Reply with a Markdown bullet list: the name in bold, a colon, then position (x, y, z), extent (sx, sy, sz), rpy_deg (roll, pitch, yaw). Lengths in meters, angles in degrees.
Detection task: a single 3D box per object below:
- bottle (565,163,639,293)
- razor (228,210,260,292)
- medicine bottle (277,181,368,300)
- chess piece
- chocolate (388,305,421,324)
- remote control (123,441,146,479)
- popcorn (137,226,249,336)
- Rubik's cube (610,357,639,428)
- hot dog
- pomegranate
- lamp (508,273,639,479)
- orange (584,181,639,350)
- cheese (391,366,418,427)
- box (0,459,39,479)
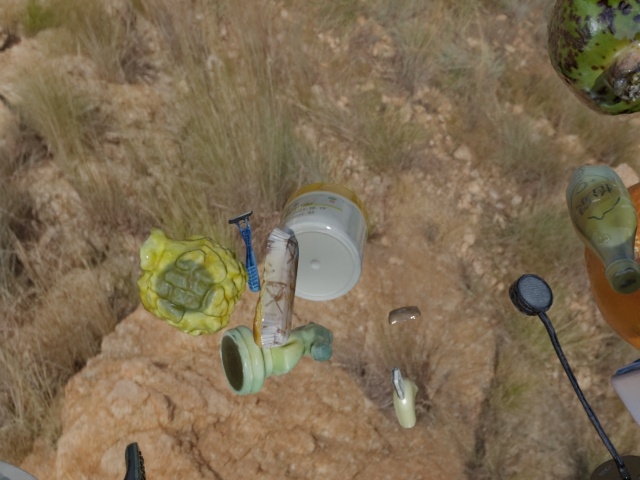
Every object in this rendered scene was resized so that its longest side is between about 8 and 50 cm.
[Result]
- **bottle**: position (0.381, -0.019, 0.844), extent (0.083, 0.083, 0.269), rpy_deg (26, 34, -1)
- **razor**: position (-0.207, 0.035, 1.832), extent (0.082, 0.042, 0.253), rpy_deg (-22, 59, 13)
- **medicine bottle**: position (0.000, 0.000, 1.638), extent (0.238, 0.237, 0.232), rpy_deg (22, 31, -5)
- **chess piece**: position (-0.091, 0.277, 1.602), extent (0.298, 0.175, 0.175), rpy_deg (-10, 61, -31)
- **chocolate**: position (0.250, 0.219, 1.897), extent (0.101, 0.031, 0.064), rpy_deg (-14, 21, 12)
- **remote control**: position (-0.329, 0.450, 1.114), extent (0.042, 0.072, 0.222), rpy_deg (-8, 27, -11)
- **popcorn**: position (-0.250, 0.074, 1.199), extent (0.217, 0.235, 0.181), rpy_deg (31, 81, -12)
- **Rubik's cube**: position (0.528, 0.169, 0.587), extent (0.292, 0.290, 0.291), rpy_deg (-22, 73, -15)
- **hot dog**: position (-0.091, 0.099, 1.308), extent (0.069, 0.131, 0.252), rpy_deg (3, 76, 12)
- **pomegranate**: position (0.470, -0.304, 0.960), extent (0.254, 0.254, 0.270), rpy_deg (20, 51, -6)
- **lamp**: position (0.388, 0.239, 1.001), extent (0.130, 0.108, 0.371), rpy_deg (-28, 76, -30)
- **orange**: position (0.771, 0.070, 1.380), extent (0.424, 0.326, 0.423), rpy_deg (30, 49, -42)
- **cheese**: position (0.201, 0.370, 1.541), extent (0.050, 0.235, 0.127), rpy_deg (-3, 53, 15)
- **box**: position (-0.176, 0.169, 0.336), extent (0.106, 0.105, 0.037), rpy_deg (35, 27, 5)
